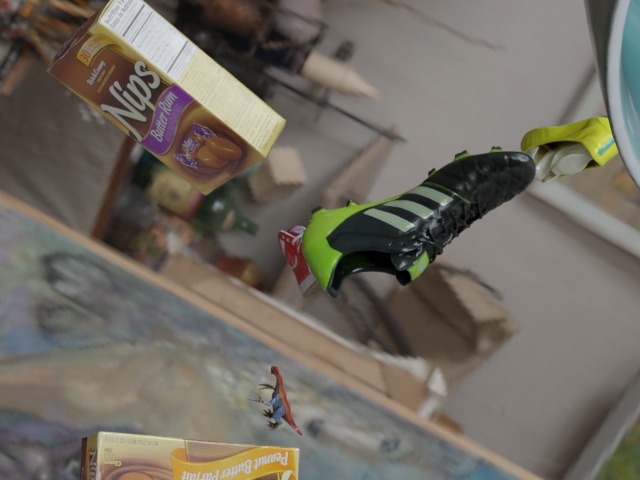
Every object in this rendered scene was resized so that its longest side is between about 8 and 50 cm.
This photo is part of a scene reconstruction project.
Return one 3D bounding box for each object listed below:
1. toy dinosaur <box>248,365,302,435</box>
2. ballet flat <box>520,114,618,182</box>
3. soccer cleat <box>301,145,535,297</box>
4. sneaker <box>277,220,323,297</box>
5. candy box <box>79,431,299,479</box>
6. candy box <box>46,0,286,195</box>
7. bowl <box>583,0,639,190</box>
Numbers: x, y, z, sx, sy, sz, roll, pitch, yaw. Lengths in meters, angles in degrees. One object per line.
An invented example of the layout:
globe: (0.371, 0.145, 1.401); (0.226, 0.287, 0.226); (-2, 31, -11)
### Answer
toy dinosaur: (-0.052, 0.201, 1.764); (0.047, 0.090, 0.082); (-97, -153, -54)
ballet flat: (0.322, -0.115, 1.833); (0.077, 0.077, 0.231); (-52, -165, -20)
soccer cleat: (0.075, -0.010, 0.976); (0.179, 0.072, 0.060); (-21, 146, 3)
sneaker: (0.000, 0.000, 1.280); (0.042, 0.067, 0.118); (-18, 161, -38)
candy box: (-0.190, 0.384, 1.986); (0.087, 0.316, 0.183); (-26, -121, 60)
candy box: (-0.136, -0.127, 1.201); (0.109, 0.186, 0.053); (-28, -152, 51)
bowl: (0.270, -0.163, 0.765); (0.311, 0.311, 0.163); (-63, -150, 25)
